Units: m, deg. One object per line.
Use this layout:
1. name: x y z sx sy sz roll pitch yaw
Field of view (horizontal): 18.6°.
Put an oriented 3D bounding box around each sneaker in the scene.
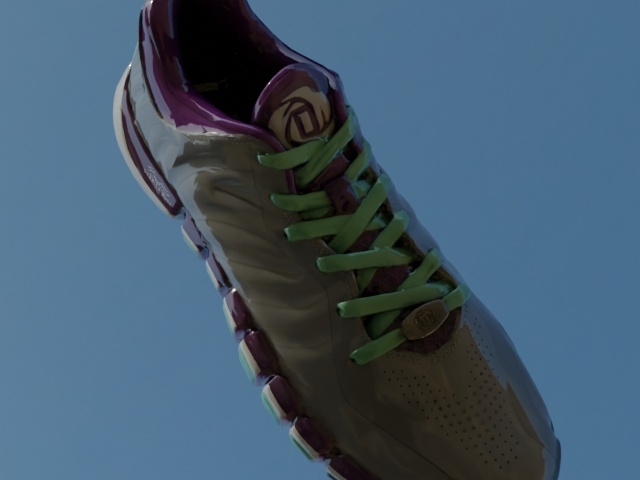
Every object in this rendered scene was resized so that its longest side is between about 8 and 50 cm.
1. sneaker: 0.000 0.000 0.658 0.083 0.098 0.223 -34 -111 -20
